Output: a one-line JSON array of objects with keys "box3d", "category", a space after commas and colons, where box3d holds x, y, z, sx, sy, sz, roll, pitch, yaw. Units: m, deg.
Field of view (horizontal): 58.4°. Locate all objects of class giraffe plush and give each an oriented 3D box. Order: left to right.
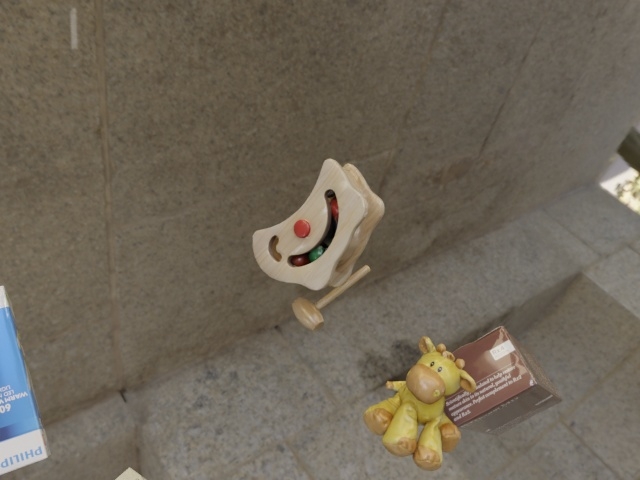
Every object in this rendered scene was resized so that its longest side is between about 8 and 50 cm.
[{"box3d": [0.202, 0.287, 1.067, 0.210, 0.181, 0.170, -48, 161, -58], "category": "giraffe plush"}]

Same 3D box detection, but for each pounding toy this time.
[{"box3d": [0.000, 0.000, 0.946, 0.155, 0.154, 0.269, -1, 122, -61], "category": "pounding toy"}]

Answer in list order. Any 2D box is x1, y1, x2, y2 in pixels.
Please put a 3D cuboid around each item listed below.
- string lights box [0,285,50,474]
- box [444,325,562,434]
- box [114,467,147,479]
[{"box3d": [-0.483, 0.214, 0.866, 0.077, 0.259, 0.133, -15, 170, -27], "category": "string lights box"}, {"box3d": [0.396, 0.324, 1.271, 0.191, 0.143, 0.381, -35, 146, 15], "category": "box"}, {"box3d": [-0.371, 0.647, 1.291, 0.094, 0.275, 0.113, -63, 170, 16], "category": "box"}]
